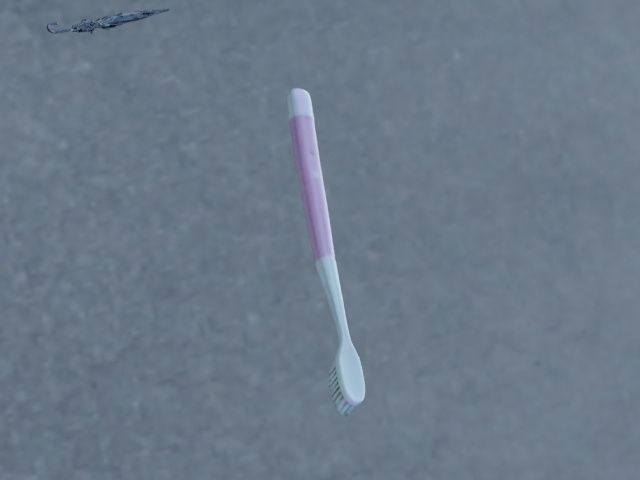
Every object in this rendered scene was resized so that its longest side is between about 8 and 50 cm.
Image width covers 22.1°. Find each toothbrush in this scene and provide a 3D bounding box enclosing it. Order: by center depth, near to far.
[{"bbox_3d":[0.000,0.000,1.166,0.020,0.025,0.286,11,48,-24],"label":"toothbrush"}]

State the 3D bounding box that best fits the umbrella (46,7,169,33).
[{"bbox_3d":[-0.203,-0.210,1.582,0.013,0.122,0.022,98,-25,-46],"label":"umbrella"}]
